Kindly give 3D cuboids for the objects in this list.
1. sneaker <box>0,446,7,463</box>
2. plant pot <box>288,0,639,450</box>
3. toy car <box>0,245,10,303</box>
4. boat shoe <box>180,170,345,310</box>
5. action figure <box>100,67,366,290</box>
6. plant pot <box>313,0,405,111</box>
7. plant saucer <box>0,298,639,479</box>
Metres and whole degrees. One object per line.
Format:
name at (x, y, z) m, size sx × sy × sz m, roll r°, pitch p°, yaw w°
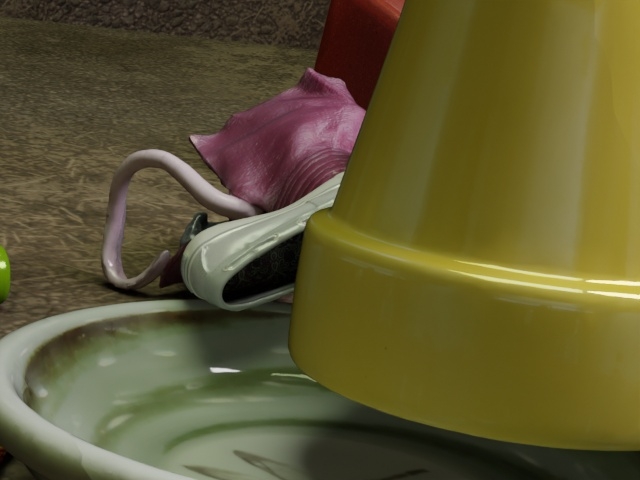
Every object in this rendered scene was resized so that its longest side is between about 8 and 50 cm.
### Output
sneaker at (-0.225, 0.116, 0.815) m, size 0.067 × 0.064 × 0.175 m, roll -11°, pitch 7°, yaw 12°
plant pot at (0.119, -0.034, 0.758) m, size 0.254 × 0.239 × 0.254 m, roll 7°, pitch 10°, yaw -1°
toy car at (-0.338, -0.046, 1.078) m, size 0.155 × 0.188 × 0.149 m, roll -2°, pitch 18°, yaw -31°
boat shoe at (0.000, 0.000, 0.892) m, size 0.184 × 0.066 × 0.063 m, roll -14°, pitch 30°, yaw -25°
action figure at (0.006, -0.033, 1.078) m, size 0.275 × 0.248 × 0.370 m, roll -1°, pitch 14°, yaw -25°
plant pot at (0.157, -0.127, 1.513) m, size 0.267 × 0.267 × 0.236 m, roll -5°, pitch 32°, yaw -38°
plant saucer at (0.011, 0.126, 0.741) m, size 0.400 × 0.101 × 0.400 m, roll 7°, pitch 10°, yaw -1°
